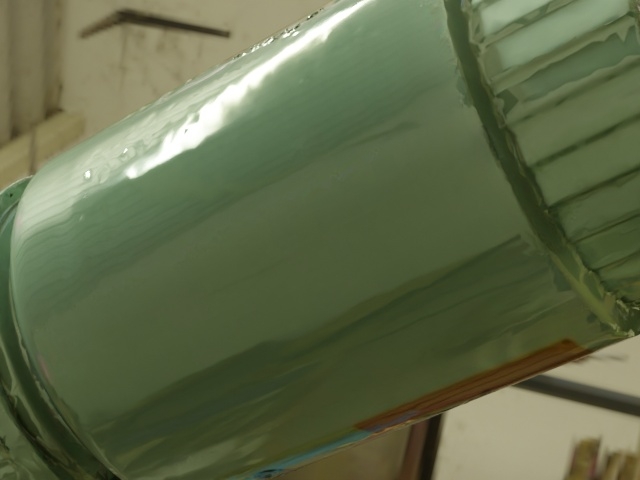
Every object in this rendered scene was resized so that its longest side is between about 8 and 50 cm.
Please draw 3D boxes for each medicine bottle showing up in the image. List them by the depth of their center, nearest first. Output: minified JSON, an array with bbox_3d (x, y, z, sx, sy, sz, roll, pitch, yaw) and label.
[{"bbox_3d":[0.000,0.000,0.512,0.158,0.318,0.158,43,-147,-38],"label":"medicine bottle"}]
